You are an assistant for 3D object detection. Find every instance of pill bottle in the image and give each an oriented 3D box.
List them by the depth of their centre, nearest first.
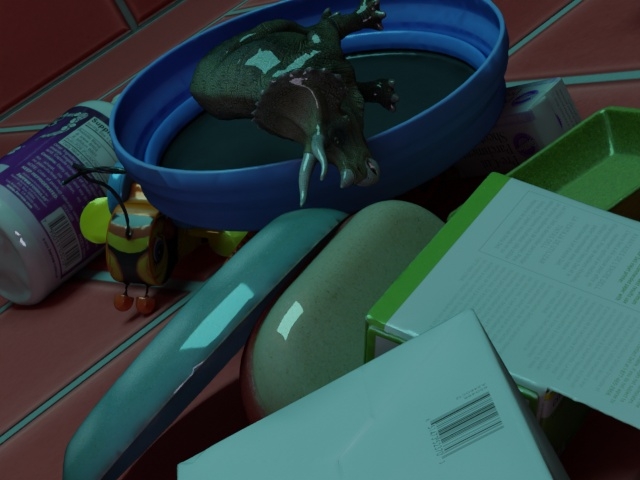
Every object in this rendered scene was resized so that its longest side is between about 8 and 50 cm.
[{"bbox_3d":[-0.297,-0.068,1.989,0.301,0.169,0.169,-41,22,-33],"label":"pill bottle"}]

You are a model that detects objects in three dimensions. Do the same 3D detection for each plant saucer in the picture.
[{"bbox_3d":[-0.097,0.085,1.257,0.317,0.043,0.317,-47,-2,-2],"label":"plant saucer"},{"bbox_3d":[0.225,-0.040,1.330,0.188,0.045,0.188,-34,19,-15],"label":"plant saucer"}]

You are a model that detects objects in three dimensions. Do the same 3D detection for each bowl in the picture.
[{"bbox_3d":[-0.007,-0.133,1.544,0.391,0.077,0.391,-13,29,8],"label":"bowl"}]

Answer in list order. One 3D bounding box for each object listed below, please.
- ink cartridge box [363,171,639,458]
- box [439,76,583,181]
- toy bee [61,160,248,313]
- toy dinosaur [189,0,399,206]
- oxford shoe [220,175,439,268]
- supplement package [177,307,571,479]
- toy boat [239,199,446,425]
[{"bbox_3d":[0.179,0.077,1.036,0.255,0.097,0.189,22,43,23],"label":"ink cartridge box"},{"bbox_3d":[0.119,-0.100,1.617,0.324,0.067,0.063,-5,31,50],"label":"box"},{"bbox_3d":[-0.190,-0.008,1.730,0.195,0.162,0.298,10,8,40],"label":"toy bee"},{"bbox_3d":[-0.040,-0.143,1.377,0.160,0.121,0.313,-20,30,-34],"label":"toy dinosaur"},{"bbox_3d":[0.000,0.000,1.523,0.271,0.097,0.098,-34,-1,-32],"label":"oxford shoe"},{"bbox_3d":[0.045,0.183,0.842,0.204,0.145,0.262,-28,19,5],"label":"supplement package"},{"bbox_3d":[0.029,0.088,1.185,0.231,0.151,0.151,-46,-6,-42],"label":"toy boat"}]
